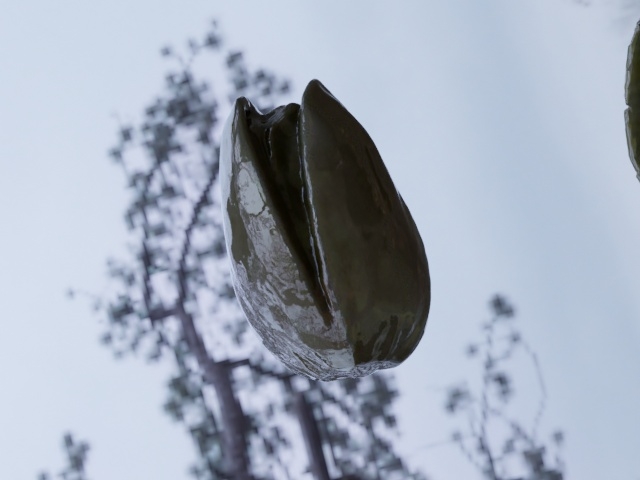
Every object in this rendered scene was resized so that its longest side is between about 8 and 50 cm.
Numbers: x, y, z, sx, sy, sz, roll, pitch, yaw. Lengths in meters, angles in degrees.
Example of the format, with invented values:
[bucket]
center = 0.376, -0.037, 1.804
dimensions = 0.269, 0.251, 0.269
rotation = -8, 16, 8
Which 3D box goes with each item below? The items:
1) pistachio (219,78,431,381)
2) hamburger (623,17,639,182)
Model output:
[pistachio]
center = 0.000, 0.000, 1.019
dimensions = 0.136, 0.135, 0.226
rotation = -82, -22, -55
[hamburger]
center = 0.274, -0.068, 0.824
dimensions = 0.265, 0.134, 0.285
rotation = 122, 137, -54
